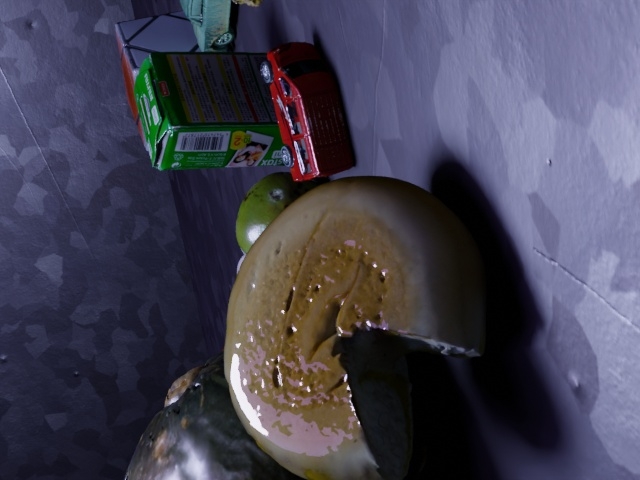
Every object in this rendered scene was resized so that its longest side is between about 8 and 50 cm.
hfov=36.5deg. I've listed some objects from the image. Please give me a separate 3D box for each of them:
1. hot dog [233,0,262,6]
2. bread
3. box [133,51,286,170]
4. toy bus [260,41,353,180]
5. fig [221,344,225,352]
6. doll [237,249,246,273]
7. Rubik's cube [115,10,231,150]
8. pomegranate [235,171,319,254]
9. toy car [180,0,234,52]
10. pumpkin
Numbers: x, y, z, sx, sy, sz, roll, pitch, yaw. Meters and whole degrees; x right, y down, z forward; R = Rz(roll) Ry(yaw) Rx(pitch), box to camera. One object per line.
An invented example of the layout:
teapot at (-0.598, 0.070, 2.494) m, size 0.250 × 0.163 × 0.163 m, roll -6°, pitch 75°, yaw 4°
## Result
hot dog at (-0.116, -0.453, 1.443) m, size 0.146 × 0.103 × 0.213 m, roll 54°, pitch -155°, yaw -69°
bread at (0.038, 0.093, 1.050) m, size 0.160 × 0.333 × 0.333 m, roll 20°, pitch -137°, yaw -55°
box at (-0.155, -0.204, 1.527) m, size 0.103 × 0.250 × 0.180 m, roll -59°, pitch 43°, yaw 49°
toy bus at (-0.016, -0.183, 1.359) m, size 0.089 × 0.081 × 0.195 m, roll 0°, pitch 104°, yaw 65°
fig at (-0.109, 0.264, 1.974) m, size 0.205 × 0.205 × 0.205 m, roll 165°, pitch 90°, yaw -76°
doll at (-0.091, 0.071, 1.861) m, size 0.365 × 0.094 × 0.160 m, roll -132°, pitch 34°, yaw -60°
Rubik's cube at (-0.297, -0.338, 2.018) m, size 0.207 × 0.205 × 0.205 m, roll -118°, pitch 20°, yaw -46°
pomegranate at (-0.053, -0.027, 1.541) m, size 0.220 × 0.156 × 0.156 m, roll 35°, pitch -142°, yaw -82°
toy car at (-0.212, -0.473, 1.771) m, size 0.321 × 0.097 × 0.141 m, roll 107°, pitch 146°, yaw -64°
pumpkin at (-0.067, 0.305, 1.304) m, size 0.344 × 0.454 × 0.454 m, roll 44°, pitch 159°, yaw 10°
